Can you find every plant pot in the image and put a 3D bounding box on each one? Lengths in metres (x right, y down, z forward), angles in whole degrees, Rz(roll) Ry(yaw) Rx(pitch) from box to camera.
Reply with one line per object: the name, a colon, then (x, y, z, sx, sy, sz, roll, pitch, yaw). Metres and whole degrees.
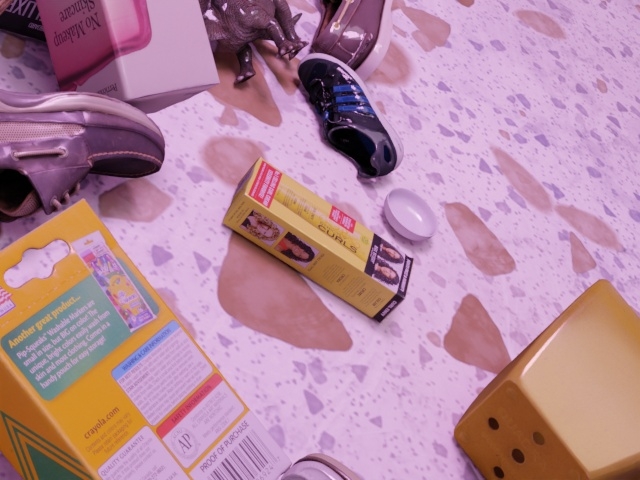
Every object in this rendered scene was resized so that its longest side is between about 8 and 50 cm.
plant pot: (0.283, 0.209, 1.500, 0.187, 0.212, 0.212, -25, 71, -38)

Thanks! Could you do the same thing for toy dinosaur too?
toy dinosaur: (-0.092, -0.311, 1.749, 0.160, 0.121, 0.313, 59, 40, -4)

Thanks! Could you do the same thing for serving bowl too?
serving bowl: (0.116, -0.030, 1.727, 0.083, 0.027, 0.083, 25, 38, -21)

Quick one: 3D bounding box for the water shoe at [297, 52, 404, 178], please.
water shoe: (0.032, -0.172, 1.760, 0.203, 0.073, 0.080, 48, 39, 11)

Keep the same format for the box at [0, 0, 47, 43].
box: (-0.349, -0.376, 1.618, 0.242, 0.076, 0.307, 12, 45, -34)

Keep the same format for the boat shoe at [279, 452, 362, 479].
boat shoe: (0.031, 0.340, 1.168, 0.103, 0.113, 0.302, -17, 75, -41)

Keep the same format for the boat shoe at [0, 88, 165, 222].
boat shoe: (-0.313, -0.081, 1.329, 0.355, 0.132, 0.130, 4, 75, -43)

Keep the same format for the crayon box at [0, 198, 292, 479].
crayon box: (-0.192, 0.143, 1.175, 0.323, 0.083, 0.203, 53, 36, -3)

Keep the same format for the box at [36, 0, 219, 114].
box: (-0.228, -0.261, 1.462, 0.127, 0.149, 0.232, -15, 91, -37)

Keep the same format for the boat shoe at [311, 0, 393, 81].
boat shoe: (0.049, -0.367, 1.947, 0.097, 0.116, 0.324, 30, 43, -21)

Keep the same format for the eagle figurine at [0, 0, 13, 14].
eagle figurine: (-0.484, -0.274, 1.307, 0.298, 0.225, 0.226, 42, 45, -18)

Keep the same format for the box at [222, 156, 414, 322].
box: (0.000, 0.000, 1.563, 0.232, 0.058, 0.087, 33, 37, -11)
